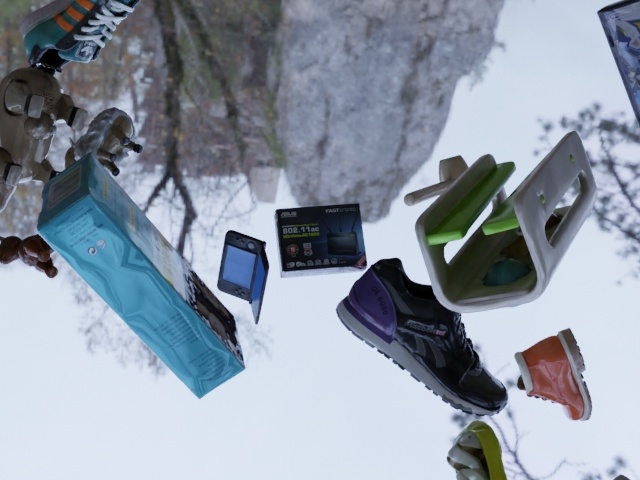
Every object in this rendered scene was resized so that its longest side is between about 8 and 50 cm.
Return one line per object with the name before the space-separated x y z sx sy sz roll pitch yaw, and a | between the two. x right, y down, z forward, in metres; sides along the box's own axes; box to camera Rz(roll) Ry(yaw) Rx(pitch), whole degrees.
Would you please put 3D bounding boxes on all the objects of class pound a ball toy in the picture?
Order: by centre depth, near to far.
pound a ball toy | 0.204 -0.019 1.068 0.208 0.136 0.319 -14 -166 31

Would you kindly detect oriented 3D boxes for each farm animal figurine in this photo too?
farm animal figurine | -0.463 -0.114 1.269 0.172 0.327 0.330 31 177 43

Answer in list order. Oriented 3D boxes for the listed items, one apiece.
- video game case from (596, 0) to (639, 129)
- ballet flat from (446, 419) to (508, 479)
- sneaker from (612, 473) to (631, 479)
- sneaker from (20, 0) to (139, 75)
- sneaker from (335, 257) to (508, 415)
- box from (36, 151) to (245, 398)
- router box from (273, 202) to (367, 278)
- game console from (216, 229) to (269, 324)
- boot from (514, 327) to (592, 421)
video game case | 0.516 -0.220 1.153 0.035 0.248 0.275 -33 -165 -33
ballet flat | 0.214 0.318 1.230 0.077 0.077 0.231 26 -156 -20
sneaker | 0.380 0.498 1.246 0.182 0.127 0.315 41 -122 15
sneaker | -0.402 -0.379 1.574 0.108 0.302 0.121 9 -118 -56
sneaker | 0.169 0.134 1.256 0.283 0.124 0.107 35 -163 -10
box | -0.170 0.037 0.874 0.060 0.244 0.100 -34 -150 6
router box | 0.000 0.000 1.247 0.122 0.038 0.092 -5 -107 -10
game console | -0.152 0.071 1.749 0.124 0.144 0.085 19 -151 11
boot | 0.289 0.178 1.120 0.084 0.158 0.059 -23 -143 5
